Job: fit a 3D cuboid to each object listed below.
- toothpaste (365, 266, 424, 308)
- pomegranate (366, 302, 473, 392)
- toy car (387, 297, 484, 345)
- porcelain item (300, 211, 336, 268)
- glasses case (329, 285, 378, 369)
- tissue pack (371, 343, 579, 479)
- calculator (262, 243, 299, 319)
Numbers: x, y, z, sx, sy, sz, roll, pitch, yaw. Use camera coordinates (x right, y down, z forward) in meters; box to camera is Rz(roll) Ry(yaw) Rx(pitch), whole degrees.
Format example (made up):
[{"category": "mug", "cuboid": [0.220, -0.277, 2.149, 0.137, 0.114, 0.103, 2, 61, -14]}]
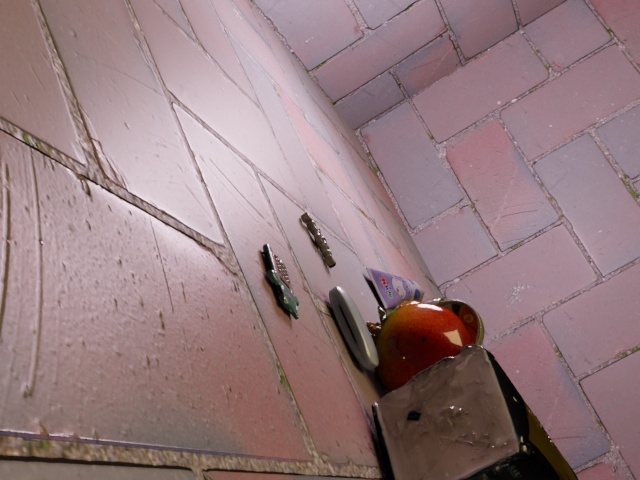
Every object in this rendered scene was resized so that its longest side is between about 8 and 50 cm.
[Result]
[{"category": "toothpaste", "cuboid": [0.211, 0.146, 2.257, 0.371, 0.079, 0.125, 14, 49, -65]}, {"category": "pomegranate", "cuboid": [0.195, 0.222, 1.601, 0.235, 0.210, 0.210, 29, 4, 15]}, {"category": "toy car", "cuboid": [0.301, 0.233, 1.996, 0.235, 0.235, 0.145, 65, 12, 26]}, {"category": "porcelain item", "cuboid": [0.000, 0.000, 1.774, 0.136, 0.021, 0.075, 61, 7, 7]}, {"category": "glasses case", "cuboid": [0.064, 0.169, 1.542, 0.067, 0.045, 0.179, 39, 23, -61]}, {"category": "tissue pack", "cuboid": [0.294, 0.422, 1.367, 0.417, 0.253, 0.264, 51, 13, -30]}, {"category": "calculator", "cuboid": [-0.064, 0.068, 1.304, 0.094, 0.019, 0.141, 53, 12, -42]}]
